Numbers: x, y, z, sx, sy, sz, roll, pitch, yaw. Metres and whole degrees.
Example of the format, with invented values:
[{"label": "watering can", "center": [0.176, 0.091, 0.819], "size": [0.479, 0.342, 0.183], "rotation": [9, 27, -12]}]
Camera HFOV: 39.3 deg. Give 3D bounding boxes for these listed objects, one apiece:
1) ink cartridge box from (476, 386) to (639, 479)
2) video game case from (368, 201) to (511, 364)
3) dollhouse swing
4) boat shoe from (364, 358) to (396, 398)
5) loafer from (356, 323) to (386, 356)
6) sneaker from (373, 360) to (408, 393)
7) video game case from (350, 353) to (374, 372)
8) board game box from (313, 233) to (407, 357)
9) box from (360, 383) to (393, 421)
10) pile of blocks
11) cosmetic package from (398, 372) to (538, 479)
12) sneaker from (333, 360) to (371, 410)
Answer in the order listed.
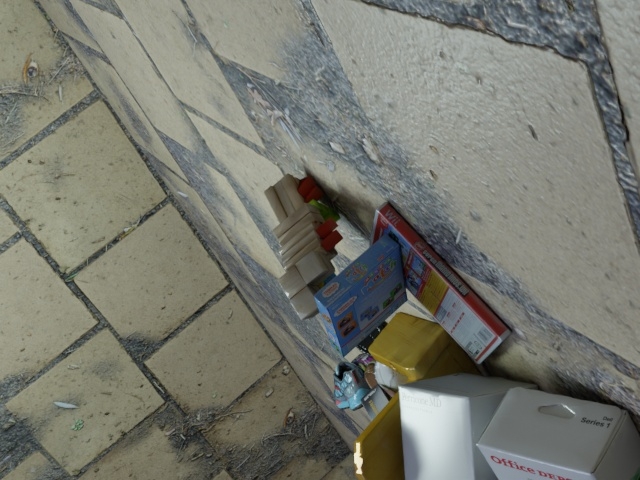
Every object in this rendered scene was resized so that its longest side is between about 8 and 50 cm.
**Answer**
[{"label": "ink cartridge box", "center": [0.383, 0.361, 1.309], "size": [0.201, 0.117, 0.278], "rotation": [3, 134, 49]}, {"label": "video game case", "center": [0.189, 0.076, 1.483], "size": [0.285, 0.025, 0.204], "rotation": [47, 167, 13]}, {"label": "dollhouse swing", "center": [0.192, 0.380, 1.709], "size": [0.347, 0.305, 0.315], "rotation": [52, 167, -14]}, {"label": "boat shoe", "center": [0.209, 0.424, 2.178], "size": [0.307, 0.104, 0.111], "rotation": [45, 150, 9]}, {"label": "loafer", "center": [0.105, 0.202, 2.058], "size": [0.078, 0.080, 0.220], "rotation": [17, -168, -42]}, {"label": "sneaker", "center": [0.223, 0.321, 1.946], "size": [0.129, 0.111, 0.297], "rotation": [14, 151, 50]}, {"label": "video game case", "center": [0.184, 0.392, 2.362], "size": [0.232, 0.042, 0.210], "rotation": [50, 167, 2]}, {"label": "board game box", "center": [0.073, 0.098, 1.515], "size": [0.039, 0.160, 0.211], "rotation": [44, 166, 26]}, {"label": "box", "center": [0.198, 0.427, 1.888], "size": [0.231, 0.056, 0.183], "rotation": [44, -176, -23]}, {"label": "pile of blocks", "center": [0.000, 0.000, 1.611], "size": [0.149, 0.112, 0.362], "rotation": [38, -156, -32]}, {"label": "cosmetic package", "center": [0.253, 0.415, 1.477], "size": [0.197, 0.155, 0.365], "rotation": [-7, 89, 59]}, {"label": "sneaker", "center": [0.087, 0.381, 2.410], "size": [0.125, 0.104, 0.262], "rotation": [67, 165, 4]}]
